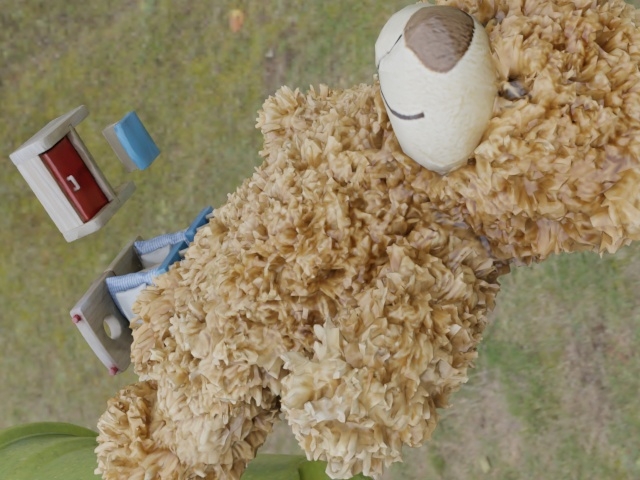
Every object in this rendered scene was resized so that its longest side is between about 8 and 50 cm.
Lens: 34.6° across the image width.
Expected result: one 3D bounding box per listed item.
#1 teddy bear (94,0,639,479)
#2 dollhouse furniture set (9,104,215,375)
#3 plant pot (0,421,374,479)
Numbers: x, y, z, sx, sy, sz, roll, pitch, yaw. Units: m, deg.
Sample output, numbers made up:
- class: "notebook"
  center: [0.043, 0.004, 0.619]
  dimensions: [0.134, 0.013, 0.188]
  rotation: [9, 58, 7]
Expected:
- class: "teddy bear"
  center: [0.000, 0.000, 0.467]
  dimensions: [0.113, 0.245, 0.338]
  rotation: [41, 140, -19]
- class: "dollhouse furniture set"
  center: [-0.139, -0.016, 0.797]
  dimensions: [0.129, 0.129, 0.183]
  rotation: [-22, 111, 24]
- class: "plant pot"
  center: [-0.087, 0.239, 0.646]
  dimensions: [0.254, 0.276, 0.276]
  rotation: [-14, 86, 32]
